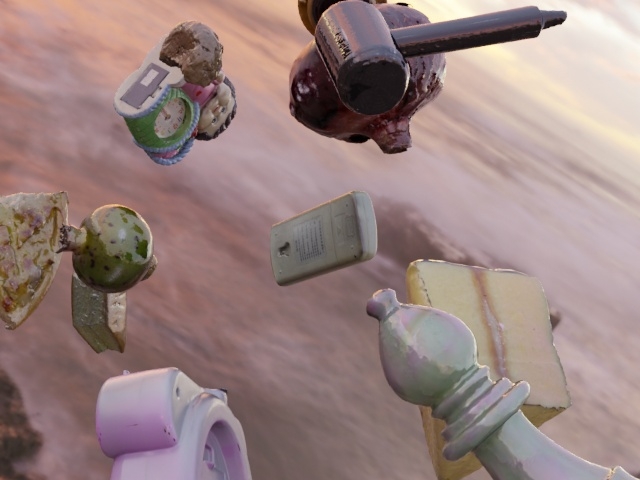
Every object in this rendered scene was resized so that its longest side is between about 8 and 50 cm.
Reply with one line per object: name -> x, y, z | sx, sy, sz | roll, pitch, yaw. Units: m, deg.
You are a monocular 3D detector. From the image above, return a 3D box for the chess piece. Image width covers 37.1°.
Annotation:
chess piece -> 0.128, 0.137, 0.659 | 0.272, 0.139, 0.139 | 49, 18, 13

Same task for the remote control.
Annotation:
remote control -> 0.000, 0.000, 1.364 | 0.038, 0.098, 0.233 | 1, -13, -35

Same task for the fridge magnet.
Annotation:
fridge magnet -> 0.034, -0.370, 1.498 | 0.143, 0.143, 0.063 | 29, 32, -13

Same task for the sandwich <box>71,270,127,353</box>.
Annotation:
sandwich -> -0.458, 0.122, 1.990 | 0.094, 0.258, 0.096 | 3, 10, 20

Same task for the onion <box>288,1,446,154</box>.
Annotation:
onion -> 0.079, -0.230, 1.410 | 0.252, 0.252, 0.219 | 7, 59, -59

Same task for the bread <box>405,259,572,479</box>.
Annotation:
bread -> 0.125, 0.160, 1.047 | 0.163, 0.264, 0.168 | 8, 51, -27

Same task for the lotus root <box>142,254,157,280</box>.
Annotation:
lotus root -> -0.314, 0.044, 1.623 | 0.054, 0.099, 0.049 | 20, 61, -33

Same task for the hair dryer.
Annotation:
hair dryer -> 0.126, -0.186, 0.919 | 0.247, 0.071, 0.114 | -9, 39, -7

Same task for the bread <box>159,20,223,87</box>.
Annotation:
bread -> -0.175, -0.266, 1.348 | 0.060, 0.082, 0.113 | 17, 19, -41

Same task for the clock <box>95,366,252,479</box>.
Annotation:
clock -> -0.121, 0.257, 0.864 | 0.227, 0.090, 0.248 | 60, 21, -60

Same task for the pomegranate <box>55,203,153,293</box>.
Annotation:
pomegranate -> -0.298, 0.011, 1.341 | 0.130, 0.130, 0.130 | 30, 14, -8

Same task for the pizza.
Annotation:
pizza -> -0.638, 0.010, 1.980 | 0.223, 0.324, 0.089 | 30, -27, -32

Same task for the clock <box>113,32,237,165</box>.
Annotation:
clock -> -0.226, -0.218, 1.543 | 0.100, 0.194, 0.195 | 33, -11, 29
